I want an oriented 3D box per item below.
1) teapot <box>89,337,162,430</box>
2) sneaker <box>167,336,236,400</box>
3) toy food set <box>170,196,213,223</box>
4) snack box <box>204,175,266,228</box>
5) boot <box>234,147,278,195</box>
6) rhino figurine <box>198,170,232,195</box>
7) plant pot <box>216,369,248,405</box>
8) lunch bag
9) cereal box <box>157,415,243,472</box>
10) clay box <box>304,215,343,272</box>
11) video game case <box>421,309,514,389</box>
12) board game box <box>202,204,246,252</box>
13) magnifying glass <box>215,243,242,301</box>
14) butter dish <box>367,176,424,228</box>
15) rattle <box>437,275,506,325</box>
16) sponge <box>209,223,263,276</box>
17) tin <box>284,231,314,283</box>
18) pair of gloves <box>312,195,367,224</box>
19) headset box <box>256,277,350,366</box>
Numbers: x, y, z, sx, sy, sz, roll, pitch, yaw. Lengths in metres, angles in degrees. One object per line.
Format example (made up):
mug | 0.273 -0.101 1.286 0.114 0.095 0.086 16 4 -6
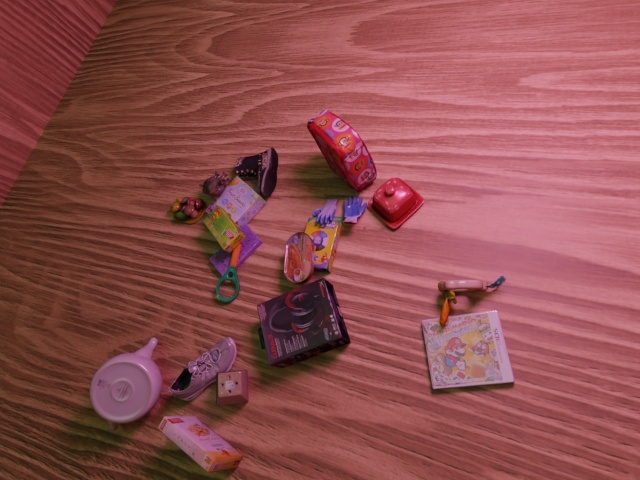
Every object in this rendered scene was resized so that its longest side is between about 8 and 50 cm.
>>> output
teapot | -0.692 0.529 1.486 0.255 0.187 0.253 -24 88 -8
sneaker | -0.412 0.456 1.437 0.281 0.115 0.105 -47 60 -3
toy food set | -0.580 -0.145 1.790 0.217 0.071 0.128 9 71 24
snack box | -0.356 -0.140 1.701 0.207 0.070 0.174 -48 59 -4
boot | -0.277 -0.277 1.722 0.178 0.085 0.237 -7 59 21
rhino figurine | -0.460 -0.239 1.744 0.106 0.073 0.243 -51 28 -13
plant pot | -0.301 0.488 1.369 0.108 0.096 0.109 -3 63 -8
lunch bag | 0.072 -0.334 1.487 0.120 0.293 0.258 -40 56 0
cereal box | -0.384 0.648 1.311 0.240 0.173 0.047 24 78 27
clay box | 0.000 0.000 1.508 0.127 0.053 0.222 6 71 24
video game case | 0.431 0.325 1.212 0.226 0.026 0.207 -12 64 17
board game box | -0.381 -0.046 1.605 0.092 0.043 0.181 -45 60 3
magnifying glass | -0.345 0.124 1.582 0.092 0.026 0.231 10 84 10
butter dish | 0.255 -0.154 1.436 0.160 0.118 0.160 -43 59 0
rattle | 0.462 0.177 1.226 0.199 0.130 0.143 3 61 -6
sponge | -0.339 0.042 1.637 0.210 0.031 0.117 -46 61 -3
tin | -0.073 0.063 1.460 0.106 0.040 0.190 -8 67 25
pair of gloves | 0.069 -0.113 1.513 0.198 0.023 0.159 2 41 18
headset box | -0.074 0.287 1.380 0.293 0.110 0.218 -23 62 11
